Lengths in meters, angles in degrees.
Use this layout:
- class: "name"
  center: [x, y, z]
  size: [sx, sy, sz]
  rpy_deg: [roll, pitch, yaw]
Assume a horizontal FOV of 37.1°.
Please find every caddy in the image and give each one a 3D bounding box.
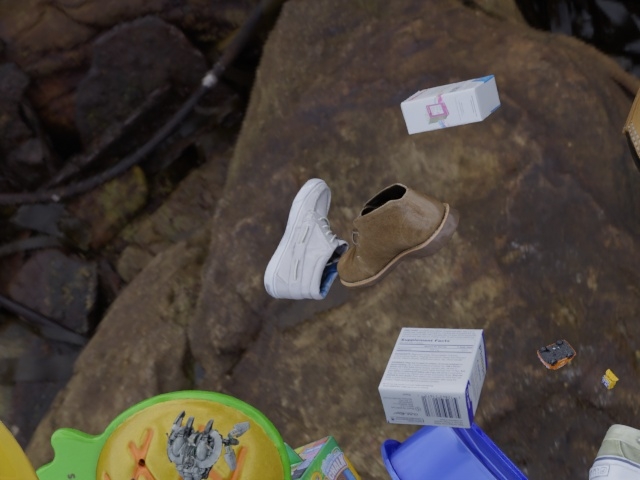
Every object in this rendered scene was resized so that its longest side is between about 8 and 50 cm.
- class: "caddy"
  center: [0.248, 0.446, 1.610]
  size: [0.179, 0.241, 0.341]
  rpy_deg: [-46, 78, 10]

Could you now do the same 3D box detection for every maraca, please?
- class: "maraca"
  center: [-0.112, 0.172, 0.682]
  size: [0.185, 0.099, 0.127]
  rpy_deg: [-13, 97, 7]

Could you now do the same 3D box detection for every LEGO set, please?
- class: "LEGO set"
  center: [-0.075, 0.120, 0.509]
  size: [0.083, 0.023, 0.054]
  rpy_deg: [-51, 50, 1]

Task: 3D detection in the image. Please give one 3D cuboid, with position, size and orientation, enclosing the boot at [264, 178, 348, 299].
- class: "boot"
  center: [0.000, 0.000, 1.742]
  size: [0.123, 0.095, 0.258]
  rpy_deg: [6, 59, 27]

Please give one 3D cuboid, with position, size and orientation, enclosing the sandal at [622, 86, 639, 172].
- class: "sandal"
  center: [0.137, -0.020, 0.331]
  size: [0.060, 0.090, 0.219]
  rpy_deg: [-1, 101, 15]

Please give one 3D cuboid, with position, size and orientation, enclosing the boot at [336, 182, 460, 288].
- class: "boot"
  center: [0.091, -0.011, 1.514]
  size: [0.115, 0.305, 0.112]
  rpy_deg: [31, 60, -14]

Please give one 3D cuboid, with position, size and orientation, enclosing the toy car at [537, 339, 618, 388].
- class: "toy car"
  center: [0.400, 0.207, 1.500]
  size: [0.060, 0.040, 0.122]
  rpy_deg: [-34, 55, -29]

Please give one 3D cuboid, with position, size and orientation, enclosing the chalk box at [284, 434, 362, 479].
- class: "chalk box"
  center: [-0.021, 0.429, 1.623]
  size: [0.132, 0.132, 0.213]
  rpy_deg: [-27, 99, 35]

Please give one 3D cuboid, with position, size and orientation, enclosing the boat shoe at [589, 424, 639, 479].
- class: "boat shoe"
  center: [0.476, 0.322, 1.163]
  size: [0.302, 0.109, 0.094]
  rpy_deg: [27, 61, -2]

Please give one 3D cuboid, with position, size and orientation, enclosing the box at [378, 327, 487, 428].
- class: "box"
  center: [0.164, 0.194, 1.363]
  size: [0.126, 0.072, 0.137]
  rpy_deg: [-1, 35, 23]

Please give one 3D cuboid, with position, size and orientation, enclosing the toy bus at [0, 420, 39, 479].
- class: "toy bus"
  center: [-0.225, 0.138, 0.300]
  size: [0.220, 0.211, 0.149]
  rpy_deg: [-48, 56, 7]

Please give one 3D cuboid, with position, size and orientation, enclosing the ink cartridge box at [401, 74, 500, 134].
- class: "ink cartridge box"
  center: [0.195, -0.203, 1.426]
  size: [0.122, 0.052, 0.088]
  rpy_deg: [-6, 19, 32]
